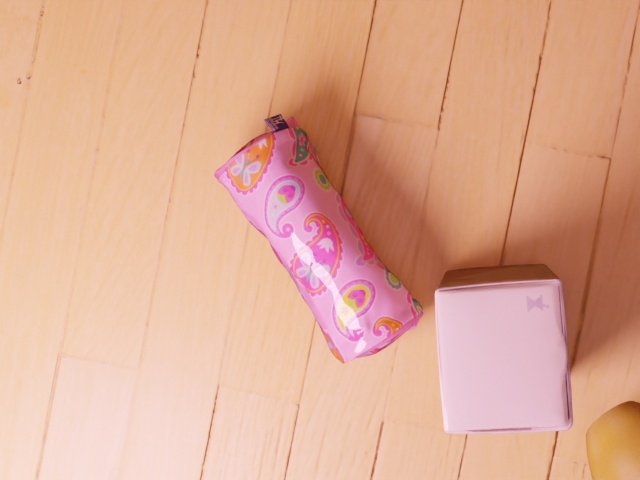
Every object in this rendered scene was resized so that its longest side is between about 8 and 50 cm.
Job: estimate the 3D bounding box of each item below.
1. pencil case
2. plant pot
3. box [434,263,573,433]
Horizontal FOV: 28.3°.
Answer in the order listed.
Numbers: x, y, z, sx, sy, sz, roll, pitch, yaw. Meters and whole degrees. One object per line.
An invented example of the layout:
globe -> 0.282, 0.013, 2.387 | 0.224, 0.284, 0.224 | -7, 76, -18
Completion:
pencil case -> 0.000, 0.000, 1.442 | 0.124, 0.124, 0.284 | -34, 85, 6
plant pot -> 0.348, 0.235, 1.403 | 0.134, 0.134, 0.095 | -38, 60, 6
box -> 0.188, 0.104, 1.320 | 0.121, 0.311, 0.148 | -4, 90, 8
